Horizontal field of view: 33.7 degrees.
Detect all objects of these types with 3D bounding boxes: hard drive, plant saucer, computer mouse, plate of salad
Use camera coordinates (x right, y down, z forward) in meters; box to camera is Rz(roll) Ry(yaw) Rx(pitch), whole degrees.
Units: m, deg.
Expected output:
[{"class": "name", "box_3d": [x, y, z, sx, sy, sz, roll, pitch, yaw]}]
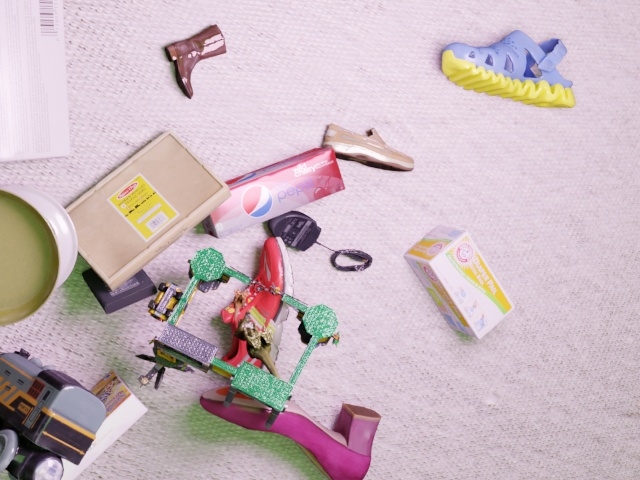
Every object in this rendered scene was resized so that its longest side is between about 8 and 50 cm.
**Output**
[{"class": "hard drive", "box_3d": [-0.350, 0.072, 1.833, 0.094, 0.135, 0.022, -25, 125, -18]}, {"class": "plant saucer", "box_3d": [-0.547, 0.024, 1.753, 0.241, 0.037, 0.241, 0, 105, 1]}, {"class": "computer mouse", "box_3d": [0.000, 0.000, 2.025, 0.242, 0.041, 0.071, 27, 109, -31]}, {"class": "plate of salad", "box_3d": [-0.509, 0.001, 1.791, 0.200, 0.048, 0.200, 0, 104, 0]}]

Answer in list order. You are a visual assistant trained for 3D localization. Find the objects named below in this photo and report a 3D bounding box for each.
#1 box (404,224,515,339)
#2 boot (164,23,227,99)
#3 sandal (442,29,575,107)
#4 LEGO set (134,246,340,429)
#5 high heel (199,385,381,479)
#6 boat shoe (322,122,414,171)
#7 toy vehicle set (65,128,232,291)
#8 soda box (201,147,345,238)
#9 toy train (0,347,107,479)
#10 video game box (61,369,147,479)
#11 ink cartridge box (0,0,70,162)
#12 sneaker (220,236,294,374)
[{"class": "box", "box_3d": [0.277, 0.081, 2.109, 0.103, 0.114, 0.203, -39, 109, -13]}, {"class": "boot", "box_3d": [-0.208, -0.320, 1.890, 0.114, 0.037, 0.106, -27, 110, -22]}, {"class": "sandal", "box_3d": [0.375, -0.352, 2.089, 0.317, 0.126, 0.138, 8, 91, -32]}, {"class": "LEGO set", "box_3d": [-0.143, 0.181, 1.859, 0.331, 0.192, 0.255, 20, 67, -2]}, {"class": "high heel", "box_3d": [-0.066, 0.388, 2.012, 0.377, 0.127, 0.181, 14, 99, -20]}, {"class": "boat shoe", "box_3d": [0.099, -0.181, 2.024, 0.190, 0.068, 0.072, 14, 81, -24]}, {"class": "toy vehicle set", "box_3d": [-0.309, -0.056, 1.830, 0.267, 0.035, 0.166, -40, 69, -13]}, {"class": "soda box", "box_3d": [-0.094, -0.090, 1.939, 0.263, 0.092, 0.083, -23, 104, -18]}, {"class": "toy train", "box_3d": [-0.482, 0.287, 1.712, 0.142, 0.334, 0.190, 42, 74, -36]}, {"class": "video game box", "box_3d": [-0.405, 0.326, 1.820, 0.205, 0.187, 0.048, -43, 112, -12]}, {"class": "ink cartridge box", "box_3d": [-0.531, -0.273, 1.690, 0.261, 0.066, 0.296, -10, 103, -46]}, {"class": "sneaker", "box_3d": [-0.123, 0.127, 1.951, 0.118, 0.107, 0.279, 10, 98, -16]}]
